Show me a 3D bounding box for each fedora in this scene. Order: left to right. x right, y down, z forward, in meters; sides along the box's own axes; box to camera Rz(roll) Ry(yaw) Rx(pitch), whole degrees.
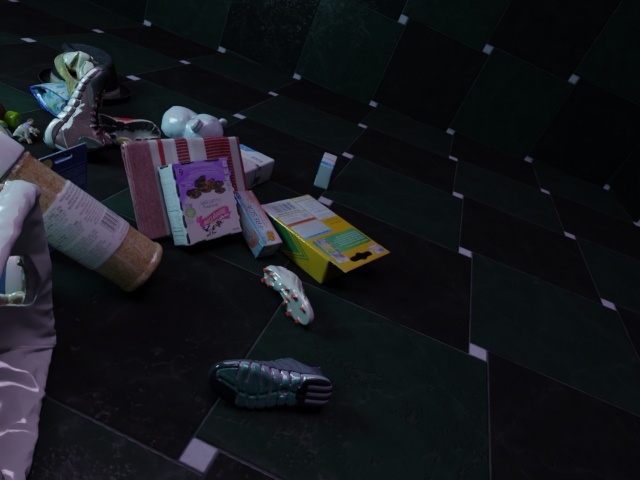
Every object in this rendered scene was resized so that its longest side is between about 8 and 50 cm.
[{"bbox_3d":[-0.877,-0.643,1.752,0.334,0.152,0.334,14,31,-9],"label":"fedora"}]

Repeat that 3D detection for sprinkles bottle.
[{"bbox_3d":[-0.471,-0.040,0.871,0.355,0.121,0.121,43,16,-34],"label":"sprinkles bottle"}]

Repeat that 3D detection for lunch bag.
[{"bbox_3d":[-0.856,-0.477,1.553,0.151,0.096,0.129,35,32,6],"label":"lunch bag"}]

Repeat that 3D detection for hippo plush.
[{"bbox_3d":[-0.372,-0.238,1.298,0.294,0.236,0.234,27,31,13],"label":"hippo plush"}]

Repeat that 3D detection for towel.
[{"bbox_3d":[-0.331,-0.145,1.201,0.037,0.236,0.329,0,12,44],"label":"towel"}]

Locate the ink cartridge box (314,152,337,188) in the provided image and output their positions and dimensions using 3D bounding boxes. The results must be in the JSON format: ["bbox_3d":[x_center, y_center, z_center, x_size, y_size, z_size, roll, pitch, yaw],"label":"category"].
[{"bbox_3d":[0.019,-0.253,1.684,0.052,0.088,0.122,18,30,-2],"label":"ink cartridge box"}]

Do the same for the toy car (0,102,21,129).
[{"bbox_3d":[-0.944,-0.402,1.292,0.155,0.188,0.149,14,31,-10],"label":"toy car"}]

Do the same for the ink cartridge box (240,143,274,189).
[{"bbox_3d":[-0.261,-0.234,1.506,0.140,0.082,0.191,28,33,15],"label":"ink cartridge box"}]

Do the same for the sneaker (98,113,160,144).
[{"bbox_3d":[-0.657,-0.347,1.481,0.279,0.107,0.118,5,13,-24],"label":"sneaker"}]

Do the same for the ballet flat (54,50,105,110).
[{"bbox_3d":[-0.772,-0.541,1.510,0.123,0.123,0.348,-6,46,-36],"label":"ballet flat"}]

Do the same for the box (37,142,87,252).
[{"bbox_3d":[-0.548,-0.090,0.975,0.037,0.225,0.136,22,30,6],"label":"box"}]

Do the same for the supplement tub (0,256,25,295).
[{"bbox_3d":[-0.611,0.052,0.791,0.200,0.144,0.144,3,34,-24],"label":"supplement tub"}]

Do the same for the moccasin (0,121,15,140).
[{"bbox_3d":[-0.907,-0.265,1.149,0.380,0.139,0.147,28,45,8],"label":"moccasin"}]

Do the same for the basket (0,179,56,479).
[{"bbox_3d":[-0.494,0.135,0.556,0.267,0.328,0.331,1,35,-21],"label":"basket"}]

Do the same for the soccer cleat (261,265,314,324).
[{"bbox_3d":[-0.062,0.117,1.072,0.076,0.068,0.196,-4,35,-39],"label":"soccer cleat"}]

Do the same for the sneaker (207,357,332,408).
[{"bbox_3d":[-0.094,0.251,0.851,0.224,0.083,0.098,15,10,-15],"label":"sneaker"}]

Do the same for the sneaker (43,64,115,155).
[{"bbox_3d":[-0.649,-0.353,1.354,0.163,0.281,0.106,32,-5,-8],"label":"sneaker"}]

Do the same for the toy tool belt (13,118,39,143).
[{"bbox_3d":[-0.843,-0.312,1.351,0.051,0.052,0.083,42,26,-25],"label":"toy tool belt"}]

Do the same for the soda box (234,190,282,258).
[{"bbox_3d":[-0.175,-0.044,1.223,0.063,0.058,0.183,-12,60,-42],"label":"soda box"}]

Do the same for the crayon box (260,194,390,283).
[{"bbox_3d":[0.000,0.000,1.276,0.323,0.083,0.203,37,35,29],"label":"crayon box"}]

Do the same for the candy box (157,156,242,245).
[{"bbox_3d":[-0.294,-0.098,1.158,0.070,0.196,0.165,-2,12,42],"label":"candy box"}]
